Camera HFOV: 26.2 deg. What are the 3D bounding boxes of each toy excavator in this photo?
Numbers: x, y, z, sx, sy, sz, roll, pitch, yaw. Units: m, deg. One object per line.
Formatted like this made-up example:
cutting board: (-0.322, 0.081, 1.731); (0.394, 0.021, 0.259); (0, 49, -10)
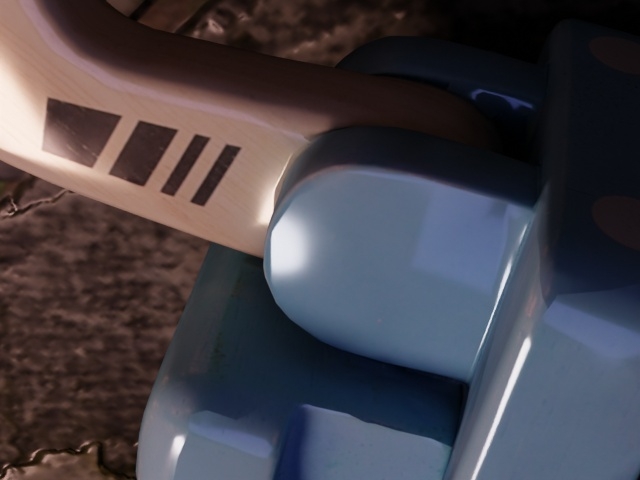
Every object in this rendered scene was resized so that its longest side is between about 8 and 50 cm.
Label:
toy excavator: (0.000, 0.000, 0.487); (0.445, 0.222, 0.433); (14, 127, 0)
